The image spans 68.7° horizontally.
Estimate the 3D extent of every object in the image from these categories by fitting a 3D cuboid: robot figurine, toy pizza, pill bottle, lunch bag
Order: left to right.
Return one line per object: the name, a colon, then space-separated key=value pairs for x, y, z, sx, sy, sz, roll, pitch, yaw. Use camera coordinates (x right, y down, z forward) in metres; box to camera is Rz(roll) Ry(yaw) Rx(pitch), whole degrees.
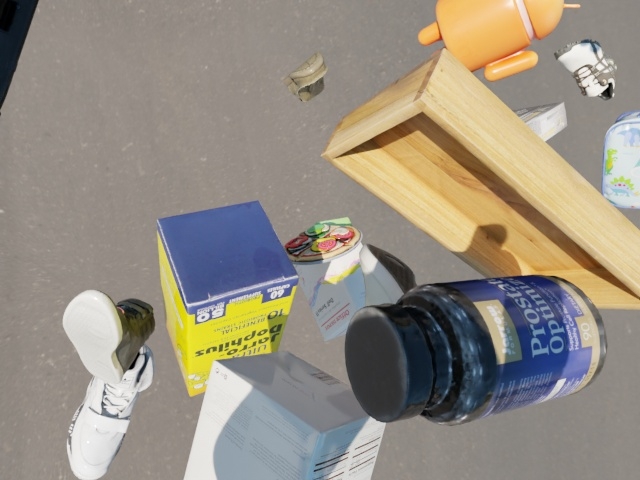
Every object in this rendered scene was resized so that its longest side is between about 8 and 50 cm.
toy pizza: x=0.000 y=0.000 z=1.117 sx=0.201 sy=0.201 sz=0.032 roll=-26 pitch=114 yaw=-25
pill bottle: x=0.139 y=0.097 z=0.428 sx=0.220 sy=0.123 sz=0.122 roll=-2 pitch=87 yaw=-27
robot figurine: x=0.265 y=-0.339 z=0.716 sx=0.128 sy=0.220 sz=0.157 roll=16 pitch=60 yaw=-54
lunch bag: x=0.621 y=-0.143 z=0.816 sx=0.090 sy=0.219 sz=0.175 roll=-35 pitch=122 yaw=-41

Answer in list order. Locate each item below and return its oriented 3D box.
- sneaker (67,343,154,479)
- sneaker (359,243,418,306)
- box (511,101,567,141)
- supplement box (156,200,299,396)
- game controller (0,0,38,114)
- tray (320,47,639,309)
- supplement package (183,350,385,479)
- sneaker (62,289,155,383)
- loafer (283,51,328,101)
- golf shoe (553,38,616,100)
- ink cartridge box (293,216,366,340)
sneaker: x=-0.531 y=0.408 z=1.192 sx=0.138 sy=0.210 sz=0.365 roll=21 pitch=57 yaw=-23
sneaker: x=0.104 y=0.102 z=0.799 sx=0.106 sy=0.290 sz=0.123 roll=25 pitch=108 yaw=-16
box: x=0.384 y=-0.227 z=0.998 sx=0.231 sy=0.183 sz=0.056 roll=-31 pitch=113 yaw=-35
supplement box: x=-0.193 y=0.123 z=0.924 sx=0.194 sy=0.356 sz=0.195 roll=-14 pitch=56 yaw=-25
game controller: x=-0.255 y=-0.233 z=0.358 sx=0.067 sy=0.166 sz=0.318 roll=17 pitch=88 yaw=-16
tray: x=0.221 y=-0.042 z=0.591 sx=0.411 sy=0.203 sz=0.076 roll=34 pitch=71 yaw=-20
supplement package: x=-0.049 y=0.280 z=0.608 sx=0.149 sy=0.194 sz=0.202 roll=9 pitch=98 yaw=-50
sneaker: x=-0.396 y=0.148 z=0.906 sx=0.105 sy=0.295 sz=0.146 roll=20 pitch=47 yaw=2
loafer: x=-0.015 y=-0.239 z=0.696 sx=0.056 sy=0.148 sz=0.050 roll=-40 pitch=108 yaw=0
golf shoe: x=0.586 y=-0.366 z=1.016 sx=0.198 sy=0.077 sz=0.093 roll=7 pitch=73 yaw=-30
ink cartridge box: x=0.059 y=0.140 z=1.310 sx=0.119 sy=0.207 sz=0.353 roll=-11 pitch=65 yaw=-35
